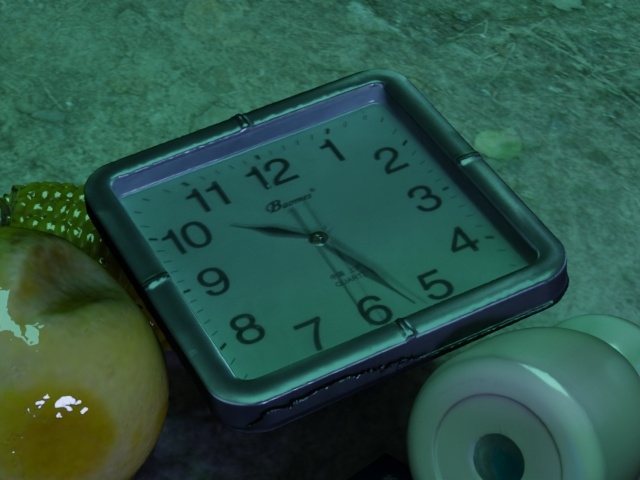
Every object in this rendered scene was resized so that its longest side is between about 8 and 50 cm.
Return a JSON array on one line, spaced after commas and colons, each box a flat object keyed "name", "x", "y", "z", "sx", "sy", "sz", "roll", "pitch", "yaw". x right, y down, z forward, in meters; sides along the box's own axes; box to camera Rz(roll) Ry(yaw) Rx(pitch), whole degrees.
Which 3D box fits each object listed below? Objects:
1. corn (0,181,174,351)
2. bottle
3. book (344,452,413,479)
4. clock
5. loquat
[{"name": "corn", "x": -0.080, "y": 0.029, "z": 1.277, "sx": 0.387, "sy": 0.144, "sz": 0.144, "roll": 5, "pitch": 34, "yaw": 7}, {"name": "bottle", "x": 0.175, "y": 0.122, "z": 1.153, "sx": 0.147, "sy": 0.147, "sz": 0.236, "roll": 23, "pitch": 22, "yaw": 26}, {"name": "book", "x": 0.086, "y": 0.268, "z": 1.042, "sx": 0.322, "sy": 0.018, "sz": 0.228, "roll": 30, "pitch": 41, "yaw": 33}, {"name": "clock", "x": 0.000, "y": 0.001, "z": 1.168, "sx": 0.273, "sy": 0.049, "sz": 0.279, "roll": -21, "pitch": 46, "yaw": -17}, {"name": "loquat", "x": -0.205, "y": 0.089, "z": 1.112, "sx": 0.213, "sy": 0.213, "sz": 0.213, "roll": 3, "pitch": 34, "yaw": -2}]
